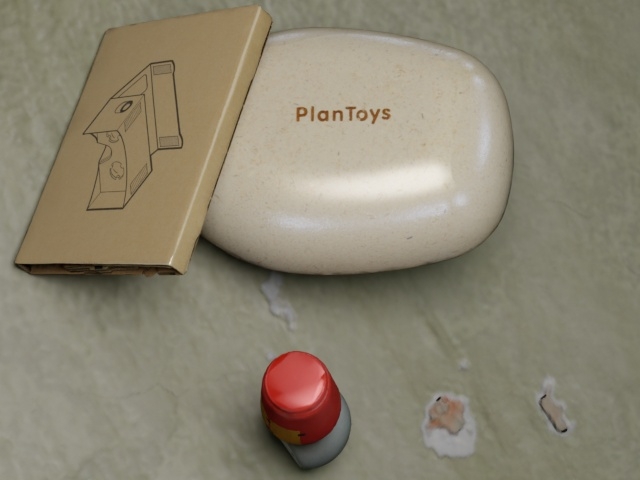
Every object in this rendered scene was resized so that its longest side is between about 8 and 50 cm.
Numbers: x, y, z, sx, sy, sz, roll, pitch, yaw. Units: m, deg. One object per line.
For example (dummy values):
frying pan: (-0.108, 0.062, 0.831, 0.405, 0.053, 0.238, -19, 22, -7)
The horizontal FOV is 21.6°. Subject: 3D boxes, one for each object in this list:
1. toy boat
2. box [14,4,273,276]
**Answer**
toy boat: (0.000, 0.000, 1.221, 0.267, 0.148, 0.318, 6, 71, 6)
box: (-0.126, -0.068, 1.184, 0.021, 0.164, 0.201, 37, 63, -42)
